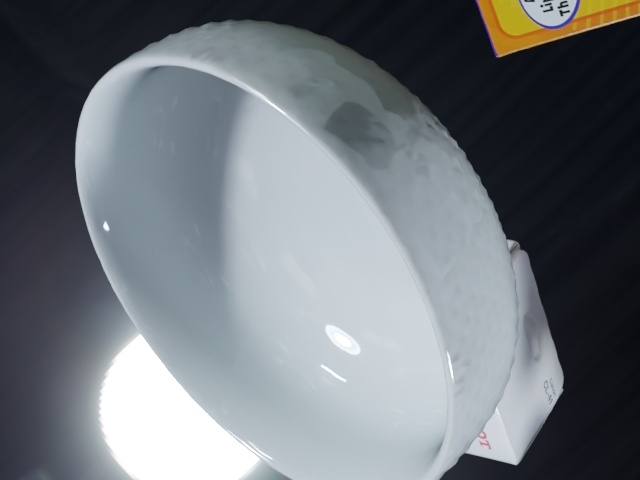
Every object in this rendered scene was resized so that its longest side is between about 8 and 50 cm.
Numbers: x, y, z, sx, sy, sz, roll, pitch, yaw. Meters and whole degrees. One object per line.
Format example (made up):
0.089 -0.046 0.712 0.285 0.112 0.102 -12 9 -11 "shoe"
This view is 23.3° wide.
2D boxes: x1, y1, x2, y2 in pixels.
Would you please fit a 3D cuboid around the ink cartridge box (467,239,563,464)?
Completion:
0.082 0.100 1.679 0.306 0.131 0.226 9 138 36 "ink cartridge box"

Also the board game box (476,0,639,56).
0.281 -0.418 1.301 0.356 0.356 0.356 67 -156 -20 "board game box"

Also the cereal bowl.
0.000 0.000 1.026 0.339 0.141 0.339 32 143 29 "cereal bowl"
